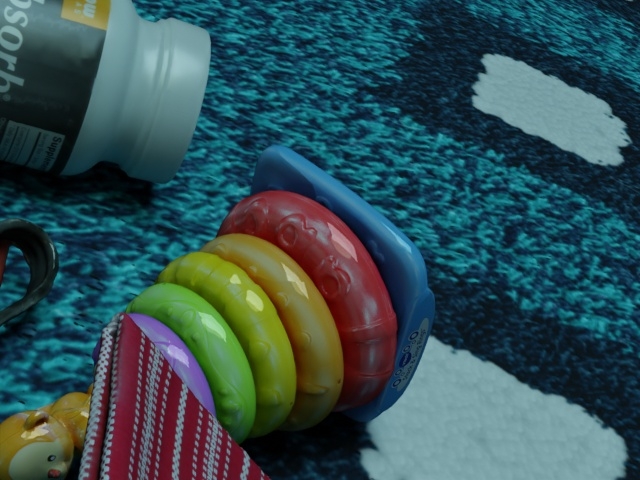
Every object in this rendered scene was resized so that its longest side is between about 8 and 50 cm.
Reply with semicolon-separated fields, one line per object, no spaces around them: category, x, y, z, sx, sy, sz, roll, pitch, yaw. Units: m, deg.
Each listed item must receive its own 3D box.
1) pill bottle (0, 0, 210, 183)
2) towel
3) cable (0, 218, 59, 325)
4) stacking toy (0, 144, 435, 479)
pill bottle;-0.237;-0.141;1.008;0.278;0.162;0.162;14;33;-18
towel;-0.030;0.185;0.652;0.275;0.031;0.199;54;17;-31
cable;-0.244;0.065;0.826;0.139;0.072;0.287;24;41;-29
stacking toy;-0.083;0.080;0.825;0.166;0.175;0.302;39;45;26
